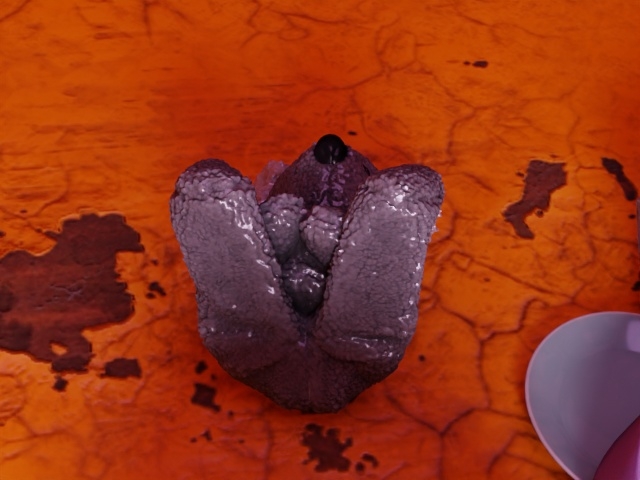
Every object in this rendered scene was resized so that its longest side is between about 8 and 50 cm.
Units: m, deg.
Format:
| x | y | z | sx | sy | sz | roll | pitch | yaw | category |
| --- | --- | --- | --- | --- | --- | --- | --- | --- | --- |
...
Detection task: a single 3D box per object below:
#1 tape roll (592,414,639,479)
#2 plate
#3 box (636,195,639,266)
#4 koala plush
| x | y | z | sx | sy | sz | roll | pitch | yaw | category |
| --- | --- | --- | --- | --- | --- | --- | --- | --- | --- |
| 0.327 | 0.215 | 0.895 | 0.274 | 0.090 | 0.275 | 8 | 53 | -11 | tape roll |
| 0.250 | 0.136 | 1.014 | 0.188 | 0.024 | 0.188 | 5 | 50 | -6 | plate |
| 0.453 | -0.061 | 1.080 | 0.191 | 0.143 | 0.381 | 28 | 59 | 39 | box |
| 0.000 | 0.000 | 1.012 | 0.196 | 0.203 | 0.221 | 1 | 28 | 7 | koala plush |
